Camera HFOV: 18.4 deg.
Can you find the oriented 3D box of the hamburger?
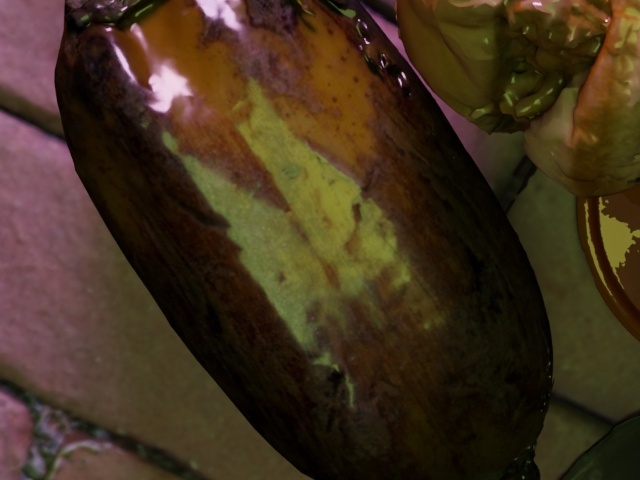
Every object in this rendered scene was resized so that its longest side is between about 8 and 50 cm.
[{"bbox_3d":[0.159,-0.176,0.977,0.174,0.304,0.284,33,101,1],"label":"hamburger"}]

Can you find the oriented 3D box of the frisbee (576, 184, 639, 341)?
[{"bbox_3d":[0.239,-0.010,1.146,0.192,0.035,0.192,12,111,33],"label":"frisbee"}]

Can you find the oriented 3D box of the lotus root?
[{"bbox_3d":[0.000,0.000,1.113,0.196,0.179,0.397,-29,106,15],"label":"lotus root"}]

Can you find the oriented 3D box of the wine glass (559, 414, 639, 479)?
[{"bbox_3d":[0.315,0.312,1.188,0.267,0.267,0.406,-42,107,16],"label":"wine glass"}]
